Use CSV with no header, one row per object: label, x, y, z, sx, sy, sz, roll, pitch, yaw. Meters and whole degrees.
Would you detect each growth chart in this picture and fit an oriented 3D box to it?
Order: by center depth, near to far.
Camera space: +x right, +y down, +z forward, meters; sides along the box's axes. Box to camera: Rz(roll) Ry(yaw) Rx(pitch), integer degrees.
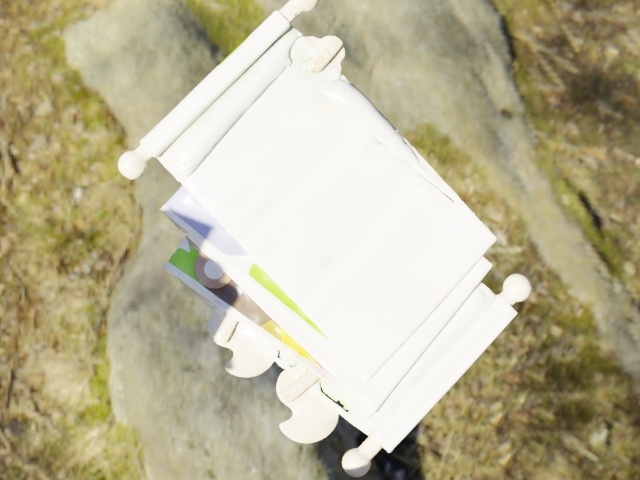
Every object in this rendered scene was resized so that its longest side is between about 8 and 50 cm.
growth chart,0.000,0.000,0.702,0.172,0.021,0.237,-39,94,-1
